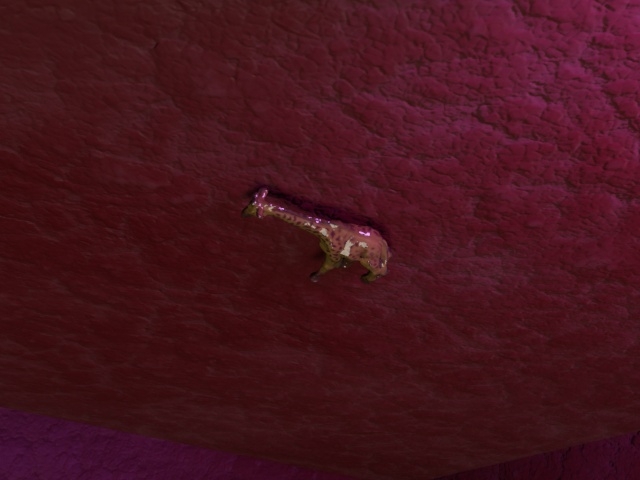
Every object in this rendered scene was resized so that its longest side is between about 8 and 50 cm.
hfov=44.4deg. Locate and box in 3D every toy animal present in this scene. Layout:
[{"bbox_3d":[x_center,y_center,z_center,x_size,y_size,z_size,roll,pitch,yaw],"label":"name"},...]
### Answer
[{"bbox_3d":[0.008,-0.001,1.116,0.149,0.054,0.275,-9,152,27],"label":"toy animal"}]
